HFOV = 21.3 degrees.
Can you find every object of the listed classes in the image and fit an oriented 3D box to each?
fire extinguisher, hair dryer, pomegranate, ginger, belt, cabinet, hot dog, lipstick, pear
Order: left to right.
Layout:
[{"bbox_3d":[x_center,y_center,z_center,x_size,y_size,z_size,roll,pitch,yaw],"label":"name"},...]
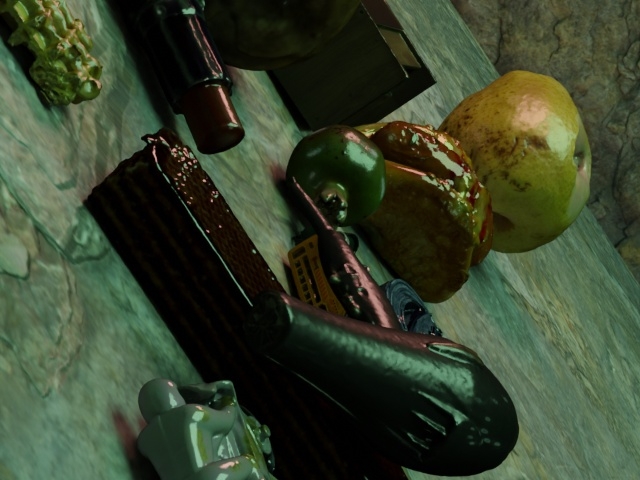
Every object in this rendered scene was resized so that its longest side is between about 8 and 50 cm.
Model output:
[{"bbox_3d":[-0.147,-0.212,1.663,0.081,0.081,0.299,29,32,-62],"label":"lipstick"},{"bbox_3d":[-0.043,-0.309,1.834,0.200,0.269,0.223,26,32,-11],"label":"ginger"},{"bbox_3d":[0.000,0.000,1.788,0.038,0.083,0.025,2,95,-44],"label":"fire extinguisher"},{"bbox_3d":[0.013,-0.247,2.127,0.215,0.148,0.175,57,15,5],"label":"cabinet"},{"bbox_3d":[0.009,0.044,1.452,0.304,0.120,0.359,28,21,-39],"label":"hair dryer"},{"bbox_3d":[0.014,-0.061,1.853,0.114,0.114,0.142,54,24,-21],"label":"pomegranate"},{"bbox_3d":[0.082,0.115,1.774,0.141,0.082,0.190,61,14,2],"label":"belt"},{"bbox_3d":[0.127,-0.049,2.096,0.256,0.153,0.150,50,18,-33],"label":"hot dog"},{"bbox_3d":[0.291,-0.120,2.549,0.271,0.271,0.271,53,16,-23],"label":"pear"}]

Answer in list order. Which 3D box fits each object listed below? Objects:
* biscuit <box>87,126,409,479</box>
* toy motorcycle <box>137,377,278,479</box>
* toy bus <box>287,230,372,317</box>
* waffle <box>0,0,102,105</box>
[{"bbox_3d":[-0.055,0.086,1.411,0.388,0.073,0.107,58,14,-10],"label":"biscuit"},{"bbox_3d":[-0.075,0.164,1.195,0.152,0.073,0.225,50,16,-27],"label":"toy motorcycle"},{"bbox_3d":[0.019,0.065,1.686,0.069,0.074,0.162,56,11,-43],"label":"toy bus"},{"bbox_3d":[-0.244,-0.198,1.389,0.192,0.046,0.160,65,14,20],"label":"waffle"}]
